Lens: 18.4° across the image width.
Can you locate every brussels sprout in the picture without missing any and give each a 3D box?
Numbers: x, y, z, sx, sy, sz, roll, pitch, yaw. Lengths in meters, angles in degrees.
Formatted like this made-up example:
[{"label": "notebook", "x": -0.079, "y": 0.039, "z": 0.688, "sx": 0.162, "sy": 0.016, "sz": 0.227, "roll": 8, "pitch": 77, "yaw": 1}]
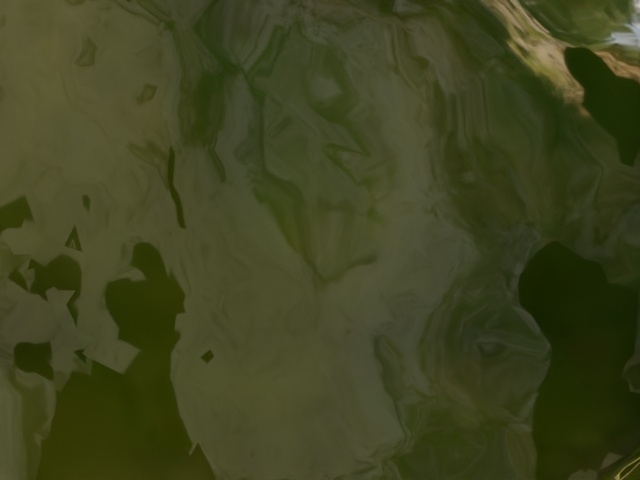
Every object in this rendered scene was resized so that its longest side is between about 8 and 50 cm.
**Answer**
[{"label": "brussels sprout", "x": 0.011, "y": -0.005, "z": 0.584, "sx": 0.361, "sy": 0.342, "sz": 0.425, "roll": 148, "pitch": -76, "yaw": -74}]
